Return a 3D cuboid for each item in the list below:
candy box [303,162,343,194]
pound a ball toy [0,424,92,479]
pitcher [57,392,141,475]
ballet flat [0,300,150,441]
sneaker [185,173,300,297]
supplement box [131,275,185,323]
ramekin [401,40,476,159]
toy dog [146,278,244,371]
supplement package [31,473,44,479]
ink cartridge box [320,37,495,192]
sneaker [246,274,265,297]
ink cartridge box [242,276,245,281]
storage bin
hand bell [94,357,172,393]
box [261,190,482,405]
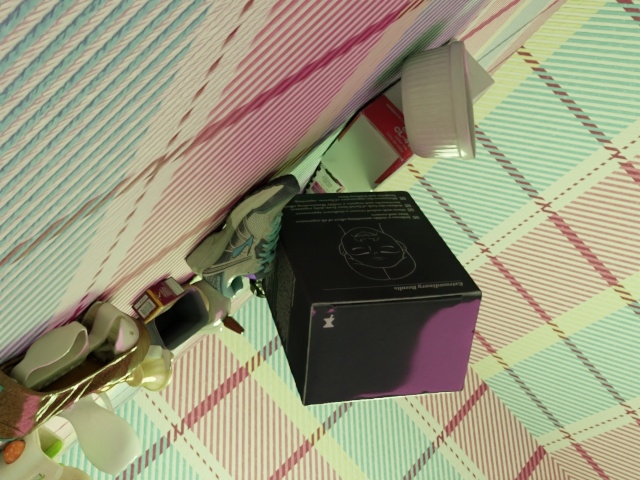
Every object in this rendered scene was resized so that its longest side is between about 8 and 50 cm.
[{"bbox_3d":[0.056,-0.159,1.978,0.159,0.071,0.233,-41,177,-17],"label":"candy box"},{"bbox_3d":[-0.657,0.532,1.886,0.319,0.136,0.208,-42,-147,1],"label":"pound a ball toy"},{"bbox_3d":[-0.524,0.456,2.155,0.125,0.207,0.178,-42,178,20],"label":"pitcher"},{"bbox_3d":[-0.346,0.158,1.262,0.342,0.116,0.124,-31,150,-56],"label":"ballet flat"},{"bbox_3d":[-0.111,-0.005,1.553,0.283,0.122,0.110,-44,176,35],"label":"sneaker"},{"bbox_3d":[-0.292,0.106,1.595,0.055,0.043,0.083,-43,176,28],"label":"supplement box"},{"bbox_3d":[0.207,-0.239,1.549,0.109,0.207,0.207,-6,-174,13],"label":"ramekin"},{"bbox_3d":[-0.273,0.191,1.957,0.220,0.161,0.333,-40,177,-28],"label":"toy dog"},{"bbox_3d":[-0.745,0.655,2.214,0.145,0.204,0.262,-41,177,-36],"label":"supplement package"},{"bbox_3d":[0.174,-0.239,1.778,0.306,0.131,0.226,-39,176,-28],"label":"ink cartridge box"},{"bbox_3d":[-0.126,0.079,2.050,0.146,0.102,0.293,-47,152,26],"label":"sneaker"},{"bbox_3d":[-0.163,0.041,2.224,0.239,0.060,0.275,-52,176,4],"label":"ink cartridge box"},{"bbox_3d":[-0.308,0.153,1.764,0.091,0.098,0.135,-8,-159,39],"label":"storage bin"},{"bbox_3d":[-0.488,0.339,2.169,0.126,0.126,0.242,-43,165,26],"label":"hand bell"},{"bbox_3d":[0.073,0.087,1.607,0.395,0.294,0.212,-115,-153,-58],"label":"box"}]
